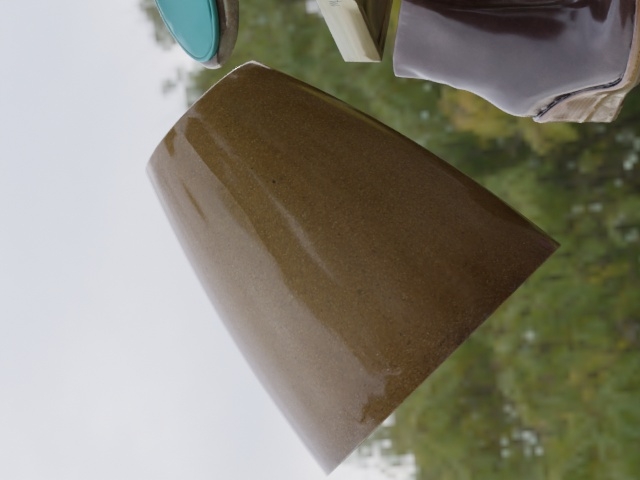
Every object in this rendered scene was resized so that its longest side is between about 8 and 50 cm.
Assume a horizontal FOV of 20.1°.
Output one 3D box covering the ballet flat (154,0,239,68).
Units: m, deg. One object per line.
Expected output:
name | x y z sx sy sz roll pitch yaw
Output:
ballet flat | -0.076 -0.171 1.007 0.052 0.057 0.168 -12 -113 -41

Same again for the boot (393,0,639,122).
boot | 0.167 -0.178 1.499 0.248 0.207 0.090 99 -175 -64

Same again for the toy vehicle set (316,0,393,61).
toy vehicle set | 0.021 -0.284 1.503 0.267 0.035 0.166 60 -142 -62

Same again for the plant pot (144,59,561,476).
plant pot | 0.000 0.000 1.309 0.254 0.237 0.237 44 -162 5
